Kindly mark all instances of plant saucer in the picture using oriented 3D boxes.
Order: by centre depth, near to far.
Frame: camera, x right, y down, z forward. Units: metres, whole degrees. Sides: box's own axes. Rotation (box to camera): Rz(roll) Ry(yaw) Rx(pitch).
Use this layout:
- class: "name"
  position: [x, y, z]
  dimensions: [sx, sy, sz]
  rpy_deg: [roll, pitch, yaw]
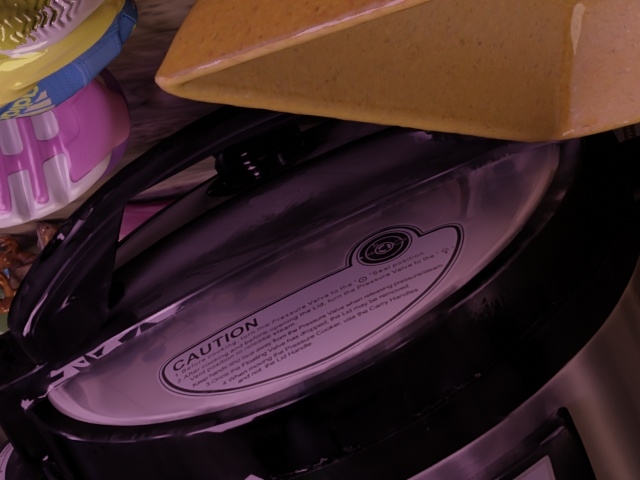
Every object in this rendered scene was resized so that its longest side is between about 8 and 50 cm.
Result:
- class: "plant saucer"
  position: [0.154, -0.122, 0.717]
  dimensions: [0.332, 0.081, 0.333]
  rpy_deg: [-14, 172, 33]

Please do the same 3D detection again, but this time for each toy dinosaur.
- class: "toy dinosaur"
  position: [-0.233, 0.035, 1.446]
  dimensions: [0.112, 0.064, 0.211]
  rpy_deg: [-9, 173, -16]

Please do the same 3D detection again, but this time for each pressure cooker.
- class: "pressure cooker"
  position: [0.033, 0.107, 1.053]
  dimensions: [0.375, 0.420, 0.370]
  rpy_deg: [-2, -148, 45]

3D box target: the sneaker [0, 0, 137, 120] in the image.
- class: "sneaker"
  position: [-0.177, -0.060, 0.715]
  dimensions: [0.240, 0.091, 0.126]
  rpy_deg: [-12, 172, 14]

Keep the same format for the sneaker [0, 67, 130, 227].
- class: "sneaker"
  position: [-0.183, -0.046, 0.847]
  dimensions: [0.236, 0.095, 0.104]
  rpy_deg: [-8, 180, 25]

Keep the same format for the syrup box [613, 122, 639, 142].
- class: "syrup box"
  position: [0.146, -0.040, 1.239]
  dimensions: [0.237, 0.096, 0.093]
  rpy_deg: [-17, 171, 40]

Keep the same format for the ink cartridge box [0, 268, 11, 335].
- class: "ink cartridge box"
  position: [-0.306, 0.065, 1.575]
  dimensions: [0.109, 0.062, 0.209]
  rpy_deg: [-9, 172, -3]

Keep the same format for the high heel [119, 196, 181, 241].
- class: "high heel"
  position: [-0.093, 0.016, 1.420]
  dimensions: [0.117, 0.082, 0.244]
  rpy_deg: [0, 159, -1]
